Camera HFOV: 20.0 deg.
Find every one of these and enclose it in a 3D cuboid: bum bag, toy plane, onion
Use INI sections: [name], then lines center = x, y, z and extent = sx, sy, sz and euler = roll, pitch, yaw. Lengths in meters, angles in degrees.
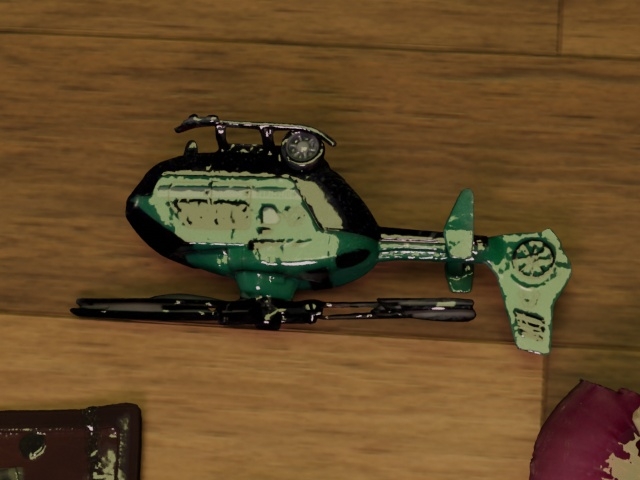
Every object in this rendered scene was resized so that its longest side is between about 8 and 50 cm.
[bum bag]
center = -0.212, 0.178, 1.368
extent = 0.159, 0.026, 0.109
euler = -2, 67, 9
[toy plane]
center = 0.000, 0.000, 1.388
extent = 0.382, 0.106, 0.155
euler = 4, 74, 5
[onion]
center = 0.241, 0.200, 1.250
extent = 0.207, 0.200, 0.200
euler = 16, 66, -24
